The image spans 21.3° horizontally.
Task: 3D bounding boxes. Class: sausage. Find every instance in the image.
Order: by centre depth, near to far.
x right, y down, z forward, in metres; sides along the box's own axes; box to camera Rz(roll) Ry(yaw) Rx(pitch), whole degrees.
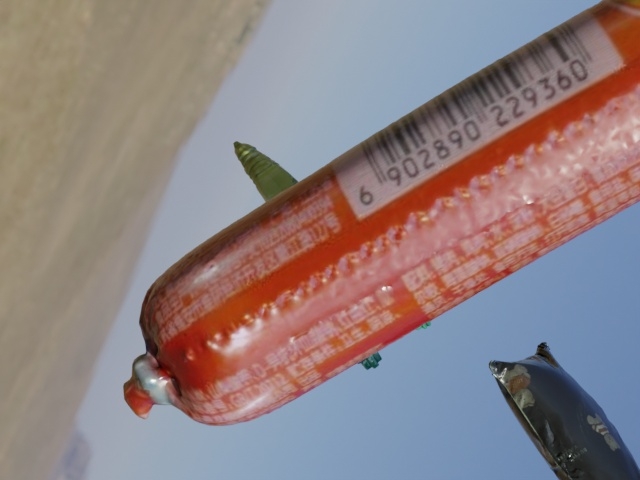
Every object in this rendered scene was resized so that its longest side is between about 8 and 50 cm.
[{"bbox_3d":[0.041,-0.010,0.632,0.274,0.074,0.074,-31,-170,5],"label":"sausage"}]

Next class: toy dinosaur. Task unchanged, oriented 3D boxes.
[{"bbox_3d":[0.000,0.000,1.404,0.094,0.153,0.259,-35,-140,-9],"label":"toy dinosaur"}]

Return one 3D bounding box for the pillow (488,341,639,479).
[{"bbox_3d":[0.167,0.132,1.091,0.048,0.150,0.090,-35,166,8],"label":"pillow"}]
